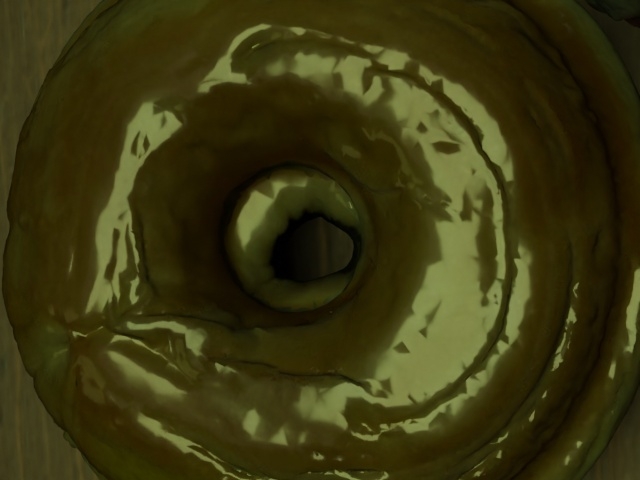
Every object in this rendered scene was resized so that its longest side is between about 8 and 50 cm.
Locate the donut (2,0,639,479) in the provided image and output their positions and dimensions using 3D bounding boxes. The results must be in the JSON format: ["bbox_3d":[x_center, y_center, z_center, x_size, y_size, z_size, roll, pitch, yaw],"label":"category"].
[{"bbox_3d":[0.000,0.000,1.203,0.449,0.198,0.449,0,88,17],"label":"donut"}]

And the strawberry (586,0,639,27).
[{"bbox_3d":[0.246,-0.289,1.154,0.265,0.149,0.336,-9,78,31],"label":"strawberry"}]
